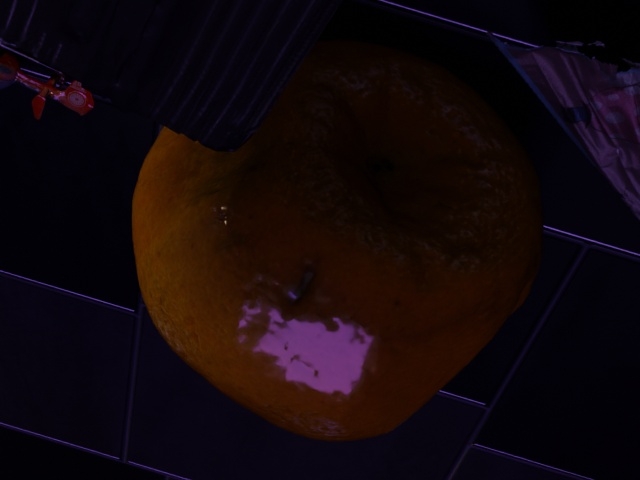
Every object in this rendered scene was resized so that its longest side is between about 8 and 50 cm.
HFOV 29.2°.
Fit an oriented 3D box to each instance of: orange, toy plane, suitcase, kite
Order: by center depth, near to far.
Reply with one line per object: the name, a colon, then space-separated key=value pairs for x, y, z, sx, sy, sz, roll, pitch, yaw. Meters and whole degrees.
suitcase: x=-0.003 y=-0.215 z=0.463 sx=0.152 sy=0.230 sz=0.335 roll=26 pitch=141 yaw=-10
kite: x=0.279 y=-0.044 z=0.688 sx=0.405 sy=0.014 sz=0.368 roll=13 pitch=154 yaw=-3
orange: x=0.000 y=0.000 z=0.728 sx=0.248 sy=0.249 sz=0.183 roll=22 pitch=136 yaw=-7
toy plane: x=-0.219 y=-0.118 z=0.824 sx=0.145 sy=0.037 sz=0.060 roll=23 pitch=132 yaw=-2
